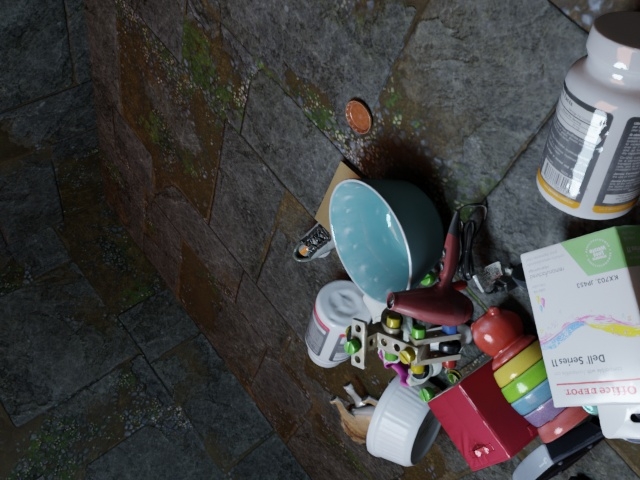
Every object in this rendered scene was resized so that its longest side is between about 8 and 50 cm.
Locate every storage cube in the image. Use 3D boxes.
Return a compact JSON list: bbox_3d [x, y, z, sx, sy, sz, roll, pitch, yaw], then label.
[{"bbox_3d":[0.407,0.400,1.452,0.193,0.215,0.184,56,152,17],"label":"storage cube"}]

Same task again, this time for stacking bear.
[{"bbox_3d":[0.449,0.272,1.330,0.289,0.164,0.175,52,150,20],"label":"stacking bear"}]

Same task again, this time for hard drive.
[{"bbox_3d":[0.533,0.498,1.392,0.054,0.172,0.255,59,160,32],"label":"hard drive"}]

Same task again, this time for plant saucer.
[{"bbox_3d":[0.093,-0.297,1.466,0.083,0.013,0.084,38,146,32],"label":"plant saucer"}]

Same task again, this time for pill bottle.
[{"bbox_3d":[0.433,-0.181,0.912,0.162,0.162,0.279,37,144,33],"label":"pill bottle"},{"bbox_3d":[0.047,0.275,1.908,0.176,0.176,0.319,46,148,20],"label":"pill bottle"}]

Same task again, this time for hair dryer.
[{"bbox_3d":[0.265,0.073,1.298,0.224,0.293,0.080,59,166,-9],"label":"hair dryer"}]

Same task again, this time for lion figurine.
[{"bbox_3d":[0.187,0.589,2.036,0.240,0.142,0.392,56,147,-11],"label":"lion figurine"}]

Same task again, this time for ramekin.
[{"bbox_3d":[0.255,0.513,1.743,0.127,0.273,0.273,22,136,31],"label":"ramekin"}]

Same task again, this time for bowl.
[{"bbox_3d":[0.172,-0.018,1.432,0.311,0.163,0.312,44,145,42],"label":"bowl"}]

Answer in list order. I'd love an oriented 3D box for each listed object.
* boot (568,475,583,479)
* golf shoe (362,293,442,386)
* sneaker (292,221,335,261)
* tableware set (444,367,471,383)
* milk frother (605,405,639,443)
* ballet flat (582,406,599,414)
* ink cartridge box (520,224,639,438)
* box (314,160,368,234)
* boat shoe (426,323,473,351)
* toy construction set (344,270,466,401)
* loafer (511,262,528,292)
[{"bbox_3d":[0.654,0.611,1.386,0.207,0.094,0.247,28,145,36],"label":"boot"},{"bbox_3d":[0.204,0.269,1.705,0.306,0.140,0.115,51,151,16],"label":"golf shoe"},{"bbox_3d":[0.000,0.000,1.794,0.100,0.108,0.271,57,149,8],"label":"sneaker"},{"bbox_3d":[0.392,0.382,1.641,0.154,0.024,0.104,41,146,28],"label":"tableware set"},{"bbox_3d":[0.620,0.332,1.135,0.143,0.134,0.129,39,146,30],"label":"milk frother"},{"bbox_3d":[0.528,0.232,1.222,0.076,0.079,0.222,-23,80,31],"label":"ballet flat"},{"bbox_3d":[0.492,0.169,1.042,0.207,0.119,0.354,-27,69,56],"label":"ink cartridge box"},{"bbox_3d":[0.077,-0.086,1.620,0.164,0.021,0.201,44,130,23],"label":"box"},{"bbox_3d":[0.336,0.262,1.582,0.063,0.066,0.184,38,145,-18],"label":"boat shoe"},{"bbox_3d":[0.198,0.219,1.484,0.257,0.237,0.309,49,130,35],"label":"toy construction set"},{"bbox_3d":[0.471,0.095,1.230,0.170,0.062,0.061,26,160,46],"label":"loafer"}]
